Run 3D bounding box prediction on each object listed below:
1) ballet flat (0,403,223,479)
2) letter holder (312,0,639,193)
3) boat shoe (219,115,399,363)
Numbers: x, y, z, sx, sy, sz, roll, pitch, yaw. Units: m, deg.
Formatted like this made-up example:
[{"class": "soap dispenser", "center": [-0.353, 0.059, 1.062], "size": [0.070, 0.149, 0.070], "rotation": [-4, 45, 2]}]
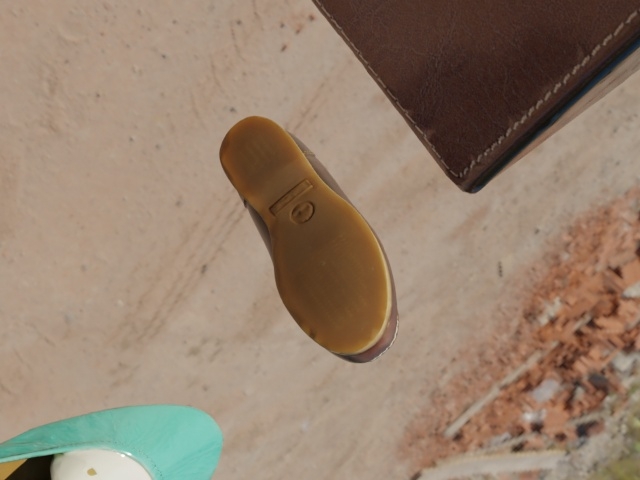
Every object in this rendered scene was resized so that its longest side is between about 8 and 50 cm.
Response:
[{"class": "ballet flat", "center": [-0.161, 0.146, 0.512], "size": [0.247, 0.087, 0.083], "rotation": [-8, 104, -20]}, {"class": "letter holder", "center": [0.097, -0.193, 0.327], "size": [0.152, 0.214, 0.302], "rotation": [-35, 173, -30]}, {"class": "boat shoe", "center": [0.000, 0.000, 0.669], "size": [0.073, 0.207, 0.073], "rotation": [-32, 143, 7]}]
